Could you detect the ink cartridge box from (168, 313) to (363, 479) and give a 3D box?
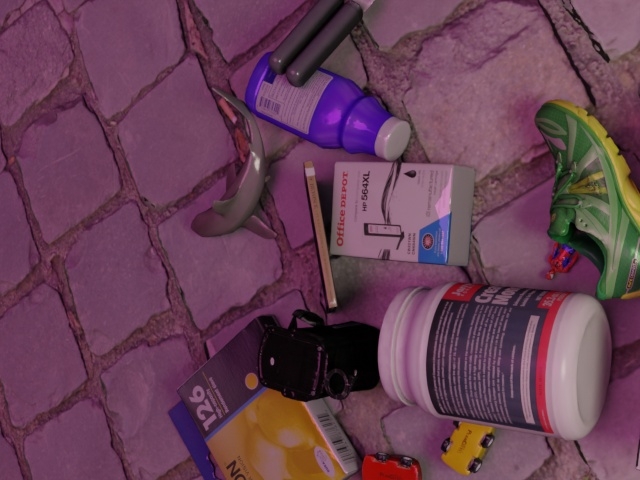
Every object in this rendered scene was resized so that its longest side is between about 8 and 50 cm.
[{"bbox_3d":[-0.118,0.334,1.536,0.307,0.072,0.304,-43,67,23],"label":"ink cartridge box"}]

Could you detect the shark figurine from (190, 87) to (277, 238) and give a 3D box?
[{"bbox_3d":[-0.144,-0.100,1.520,0.166,0.116,0.278,31,117,26],"label":"shark figurine"}]

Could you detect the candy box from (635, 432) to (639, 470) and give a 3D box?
[{"bbox_3d":[0.448,0.160,1.112,0.071,0.159,0.234,8,93,32],"label":"candy box"}]

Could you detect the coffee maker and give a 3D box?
[{"bbox_3d":[0.020,0.189,1.381,0.171,0.178,0.120,38,111,31],"label":"coffee maker"}]

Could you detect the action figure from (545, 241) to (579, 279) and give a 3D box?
[{"bbox_3d":[0.345,0.006,1.264,0.038,0.030,0.115,36,110,23],"label":"action figure"}]

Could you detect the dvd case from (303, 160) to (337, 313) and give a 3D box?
[{"bbox_3d":[0.000,0.000,1.421,0.018,0.164,0.221,-10,82,-2],"label":"dvd case"}]

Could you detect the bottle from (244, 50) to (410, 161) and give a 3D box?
[{"bbox_3d":[0.011,-0.207,1.449,0.282,0.092,0.118,28,98,30],"label":"bottle"}]

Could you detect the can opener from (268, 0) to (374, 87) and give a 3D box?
[{"bbox_3d":[0.025,-0.363,1.410,0.074,0.093,0.280,38,87,19],"label":"can opener"}]

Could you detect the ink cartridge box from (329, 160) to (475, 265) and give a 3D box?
[{"bbox_3d":[0.120,-0.042,1.377,0.203,0.086,0.148,4,91,33],"label":"ink cartridge box"}]

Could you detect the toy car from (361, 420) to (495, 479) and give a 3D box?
[{"bbox_3d":[0.195,0.380,1.337,0.239,0.053,0.225,-34,71,29],"label":"toy car"}]

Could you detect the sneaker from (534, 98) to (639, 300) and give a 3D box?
[{"bbox_3d":[0.343,-0.058,1.192,0.123,0.109,0.296,-24,67,7],"label":"sneaker"}]

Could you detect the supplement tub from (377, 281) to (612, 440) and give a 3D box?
[{"bbox_3d":[0.235,0.155,1.233,0.272,0.191,0.191,4,91,33],"label":"supplement tub"}]
